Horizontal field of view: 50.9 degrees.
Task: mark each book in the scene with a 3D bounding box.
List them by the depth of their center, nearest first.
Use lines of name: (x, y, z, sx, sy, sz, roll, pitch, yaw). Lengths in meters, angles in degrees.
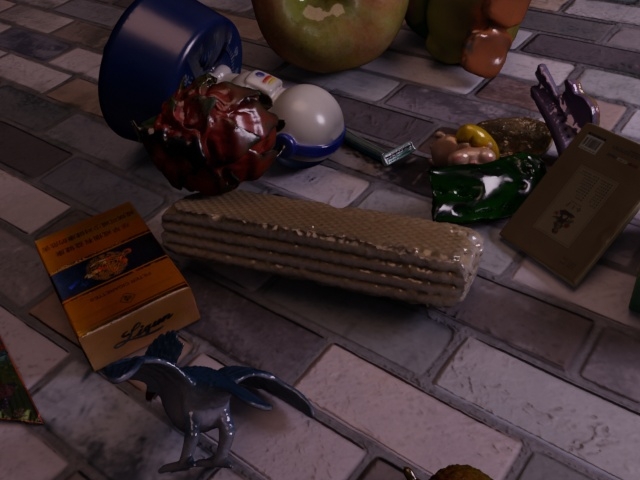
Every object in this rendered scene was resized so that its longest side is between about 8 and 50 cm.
book: (0.347, -0.052, 0.892, 0.198, 0.016, 0.138, -53, 45, 6)

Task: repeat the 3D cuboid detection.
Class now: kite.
kite: (-0.481, 0.174, 0.866, 0.321, 0.016, 0.233, 1, 40, 9)

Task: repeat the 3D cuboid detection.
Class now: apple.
apple: (0.020, -0.491, 1.324, 0.319, 0.318, 0.277, -4, 13, 5)

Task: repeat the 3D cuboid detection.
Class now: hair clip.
hair clip: (0.378, -0.138, 0.998, 0.091, 0.137, 0.278, -7, 61, 9)

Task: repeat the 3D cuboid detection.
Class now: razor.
razor: (0.070, -0.170, 1.144, 0.068, 0.037, 0.191, -30, 43, -30)

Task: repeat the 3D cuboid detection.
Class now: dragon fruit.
dragon fruit: (-0.148, -0.149, 0.949, 0.189, 0.182, 0.182, -43, 47, -1)

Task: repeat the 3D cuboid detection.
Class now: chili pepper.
chili pepper: (0.240, -0.075, 0.966, 0.224, 0.061, 0.097, -16, 83, -30)

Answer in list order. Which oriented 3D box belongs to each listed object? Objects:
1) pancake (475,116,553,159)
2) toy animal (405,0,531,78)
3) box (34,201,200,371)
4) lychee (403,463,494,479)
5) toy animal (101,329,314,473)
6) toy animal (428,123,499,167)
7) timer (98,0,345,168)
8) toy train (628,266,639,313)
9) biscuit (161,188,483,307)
pancake: (0.315, -0.169, 1.113, 0.140, 0.022, 0.139, -4, 41, 4)
toy animal: (0.291, -0.461, 1.330, 0.191, 0.216, 0.338, 4, 31, -28)
box: (-0.286, 0.053, 0.929, 0.152, 0.070, 0.237, -26, 46, -20)
lychee: (0.121, 0.259, 0.597, 0.146, 0.114, 0.114, 40, 58, 20)
toy animal: (-0.138, 0.158, 0.722, 0.255, 0.239, 0.176, -29, 60, 41)
toy animal: (0.220, -0.128, 1.041, 0.114, 0.091, 0.082, 10, 58, 17)
timer: (-0.140, -0.232, 1.128, 0.384, 0.270, 0.270, 25, 49, 13)
toy train: (0.572, 0.021, 0.774, 0.369, 0.150, 0.237, 16, 55, 25)
biscuit: (0.000, 0.000, 0.911, 0.426, 0.078, 0.144, 11, 23, 20)
